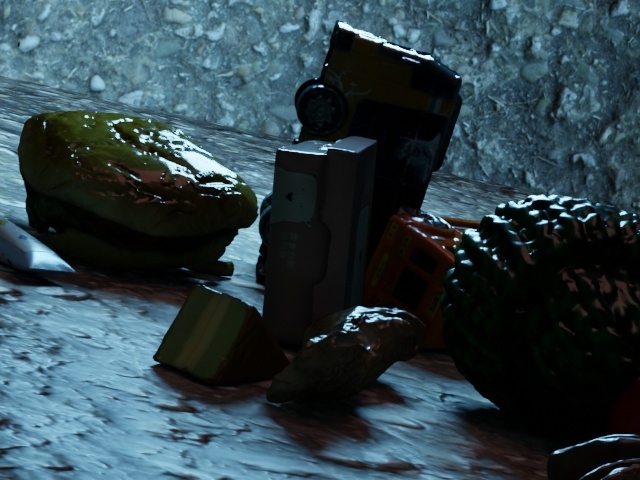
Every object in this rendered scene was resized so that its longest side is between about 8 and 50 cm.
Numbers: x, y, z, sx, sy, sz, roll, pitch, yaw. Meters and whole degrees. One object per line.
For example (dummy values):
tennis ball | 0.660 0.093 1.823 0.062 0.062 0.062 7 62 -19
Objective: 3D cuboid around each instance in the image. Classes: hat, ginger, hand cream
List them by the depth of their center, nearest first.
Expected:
ginger | 0.029 0.098 1.660 0.084 0.122 0.290 53 13 6
hat | 0.284 0.105 1.692 0.274 0.242 0.332 -1 28 -22
hand cream | -0.329 -0.001 1.831 0.170 0.043 0.065 25 12 38

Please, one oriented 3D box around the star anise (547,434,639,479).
star anise | 0.309 0.223 1.337 0.315 0.108 0.315 16 5 -1

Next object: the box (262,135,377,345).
box | 0.000 0.000 1.863 0.086 0.215 0.215 5 8 7

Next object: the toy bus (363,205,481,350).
toy bus | 0.186 0.056 2.102 0.153 0.143 0.329 33 16 33

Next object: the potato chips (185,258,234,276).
potato chips | -0.197 0.011 2.062 0.204 0.026 0.037 13 7 -9

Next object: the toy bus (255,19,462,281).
toy bus | 0.044 -0.091 2.166 0.194 0.323 0.162 18 8 -4

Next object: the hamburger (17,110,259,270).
hamburger | -0.212 -0.067 2.021 0.265 0.134 0.285 -6 31 -34

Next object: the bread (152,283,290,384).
bread | -0.087 0.114 1.633 0.074 0.084 0.139 19 -22 25
